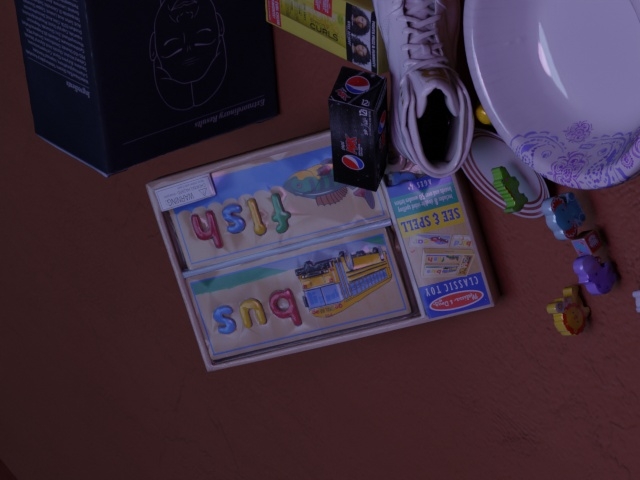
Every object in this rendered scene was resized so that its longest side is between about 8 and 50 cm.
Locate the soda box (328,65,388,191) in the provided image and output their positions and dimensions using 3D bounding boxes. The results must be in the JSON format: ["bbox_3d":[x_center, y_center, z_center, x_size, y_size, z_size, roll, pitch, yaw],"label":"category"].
[{"bbox_3d":[0.046,-0.130,1.892,0.060,0.053,0.169,16,149,13],"label":"soda box"}]

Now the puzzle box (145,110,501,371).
[{"bbox_3d":[0.000,0.000,2.047,0.409,0.052,0.272,-15,100,20],"label":"puzzle box"}]

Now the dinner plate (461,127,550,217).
[{"bbox_3d":[0.219,-0.083,1.895,0.141,0.017,0.141,37,156,20],"label":"dinner plate"}]

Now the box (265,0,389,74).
[{"bbox_3d":[0.019,-0.293,2.049,0.232,0.058,0.087,33,135,42],"label":"box"}]

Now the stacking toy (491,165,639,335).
[{"bbox_3d":[0.291,0.005,1.810,0.167,0.052,0.221,-14,108,57],"label":"stacking toy"}]

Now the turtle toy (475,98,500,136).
[{"bbox_3d":[0.226,-0.151,1.818,0.130,0.095,0.066,24,151,48],"label":"turtle toy"}]

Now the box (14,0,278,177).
[{"bbox_3d":[-0.245,-0.335,2.192,0.212,0.293,0.395,28,130,46],"label":"box"}]

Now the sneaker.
[{"bbox_3d":[0.126,-0.218,1.826,0.169,0.108,0.292,-118,20,-73],"label":"sneaker"}]

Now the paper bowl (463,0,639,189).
[{"bbox_3d":[0.290,-0.205,1.624,0.284,0.148,0.284,34,136,41],"label":"paper bowl"}]
